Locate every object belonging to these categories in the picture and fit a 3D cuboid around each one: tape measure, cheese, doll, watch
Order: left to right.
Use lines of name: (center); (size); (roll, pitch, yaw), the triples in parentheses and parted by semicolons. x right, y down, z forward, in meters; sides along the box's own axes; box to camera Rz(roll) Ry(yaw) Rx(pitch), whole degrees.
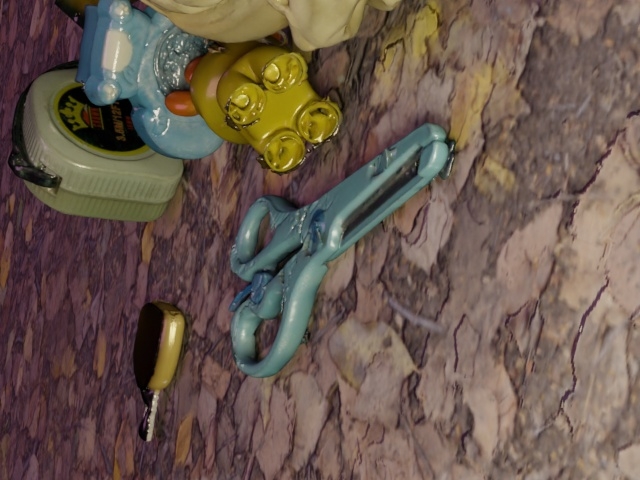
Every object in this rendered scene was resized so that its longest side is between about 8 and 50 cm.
tape measure: (-0.287, -0.132, 1.424); (0.115, 0.207, 0.235); (-62, 35, 40)
watch: (-0.183, -0.203, 1.245); (0.193, 0.211, 0.211); (22, 102, 58)
cheese: (-0.193, 0.155, 1.336); (0.086, 0.036, 0.163); (22, 102, 60)
doll: (-0.071, -0.146, 1.077); (0.143, 0.135, 0.221); (-42, 35, 1)

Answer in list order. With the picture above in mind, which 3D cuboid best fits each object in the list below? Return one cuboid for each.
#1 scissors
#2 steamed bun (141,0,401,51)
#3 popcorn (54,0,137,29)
scissors: (-0.001, 0.000, 0.999); (0.393, 0.032, 0.180); (-38, 51, 54)
steamed bun: (-0.023, -0.283, 0.934); (0.276, 0.203, 0.289); (47, 119, 25)
popcorn: (-0.248, -0.415, 1.389); (0.237, 0.293, 0.293); (-46, 25, -11)
